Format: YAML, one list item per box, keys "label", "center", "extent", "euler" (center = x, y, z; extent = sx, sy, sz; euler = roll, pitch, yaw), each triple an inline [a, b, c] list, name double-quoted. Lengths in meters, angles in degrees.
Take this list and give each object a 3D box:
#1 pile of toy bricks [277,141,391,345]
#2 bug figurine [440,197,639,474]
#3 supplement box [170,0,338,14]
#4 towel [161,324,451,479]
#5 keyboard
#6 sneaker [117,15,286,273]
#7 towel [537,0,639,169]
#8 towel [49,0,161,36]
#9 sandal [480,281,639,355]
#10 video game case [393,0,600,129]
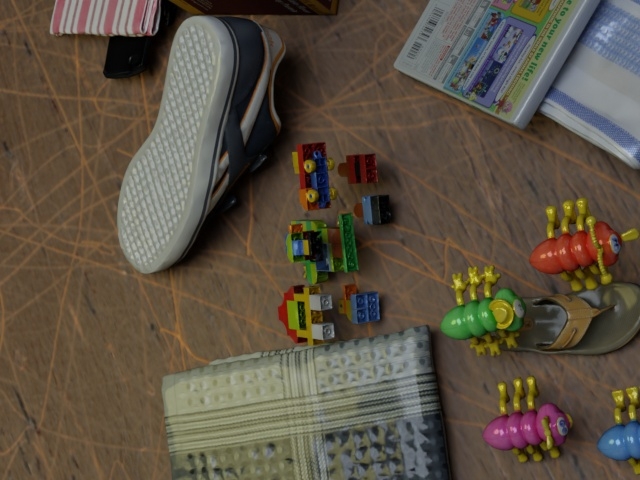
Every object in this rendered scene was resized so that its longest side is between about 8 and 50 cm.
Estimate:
- label: "pile of toy bricks"
  center: [0.000, 0.000, 1.492]
  extent: [0.105, 0.118, 0.212]
  euler: [2, 98, 53]
- label: "bug figurine"
  center: [0.233, 0.112, 1.319]
  extent: [0.216, 0.072, 0.279]
  euler: [-20, 92, 28]
- label: "supplement box"
  center: [-0.098, -0.341, 1.539]
  extent: [0.194, 0.191, 0.129]
  euler: [5, 82, 27]
- label: "towel"
  center: [-0.013, 0.265, 1.471]
  extent: [0.324, 0.056, 0.312]
  euler: [-11, 78, 21]
- label: "keyboard"
  center: [-0.205, -0.286, 1.674]
  extent: [0.100, 0.038, 0.192]
  euler: [-1, 75, 40]
- label: "sneaker"
  center: [-0.125, -0.101, 1.556]
  extent: [0.126, 0.127, 0.321]
  euler: [44, 124, 31]
- label: "towel"
  center: [0.324, -0.226, 1.377]
  extent: [0.285, 0.034, 0.209]
  euler: [-54, 47, 6]
- label: "towel"
  center: [-0.253, -0.316, 1.683]
  extent: [0.197, 0.029, 0.144]
  euler: [8, 82, 42]
- label: "sandal"
  center: [0.238, 0.079, 1.380]
  extent: [0.180, 0.049, 0.072]
  euler: [-6, 78, 24]
- label: "video game case"
  center: [0.195, -0.241, 1.446]
  extent: [0.193, 0.023, 0.212]
  euler: [33, 94, 44]
